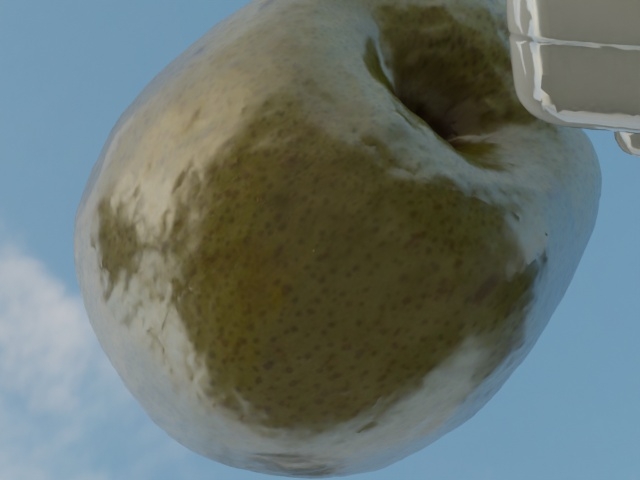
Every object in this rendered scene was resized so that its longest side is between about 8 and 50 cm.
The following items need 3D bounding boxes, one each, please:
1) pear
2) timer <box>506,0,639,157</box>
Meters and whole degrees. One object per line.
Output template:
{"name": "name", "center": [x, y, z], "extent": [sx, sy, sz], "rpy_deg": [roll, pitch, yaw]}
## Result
{"name": "pear", "center": [0.000, 0.000, 0.643], "extent": [0.188, 0.228, 0.211], "rpy_deg": [40, -49, 0]}
{"name": "timer", "center": [0.196, -0.061, 0.442], "extent": [0.253, 0.178, 0.078], "rpy_deg": [11, -64, 41]}
